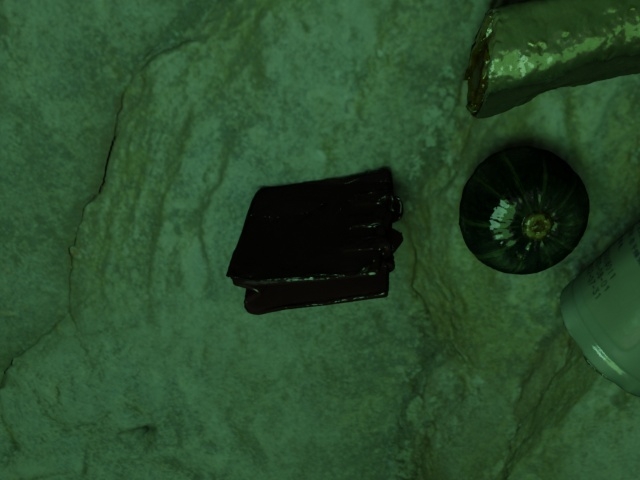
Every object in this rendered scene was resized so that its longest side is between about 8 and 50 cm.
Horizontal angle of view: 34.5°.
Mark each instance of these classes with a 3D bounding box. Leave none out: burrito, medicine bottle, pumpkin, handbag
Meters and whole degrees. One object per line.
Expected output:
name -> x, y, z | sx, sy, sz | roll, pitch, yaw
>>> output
burrito -> 0.296, -0.228, 1.189 | 0.299, 0.105, 0.143 | -14, 158, 17
medicine bottle -> 0.479, 0.031, 1.289 | 0.190, 0.190, 0.332 | 34, 123, -13
pumpkin -> 0.258, -0.038, 1.321 | 0.167, 0.125, 0.167 | -8, 122, -14
handbag -> 0.000, 0.002, 1.349 | 0.216, 0.203, 0.074 | -7, 130, 15
